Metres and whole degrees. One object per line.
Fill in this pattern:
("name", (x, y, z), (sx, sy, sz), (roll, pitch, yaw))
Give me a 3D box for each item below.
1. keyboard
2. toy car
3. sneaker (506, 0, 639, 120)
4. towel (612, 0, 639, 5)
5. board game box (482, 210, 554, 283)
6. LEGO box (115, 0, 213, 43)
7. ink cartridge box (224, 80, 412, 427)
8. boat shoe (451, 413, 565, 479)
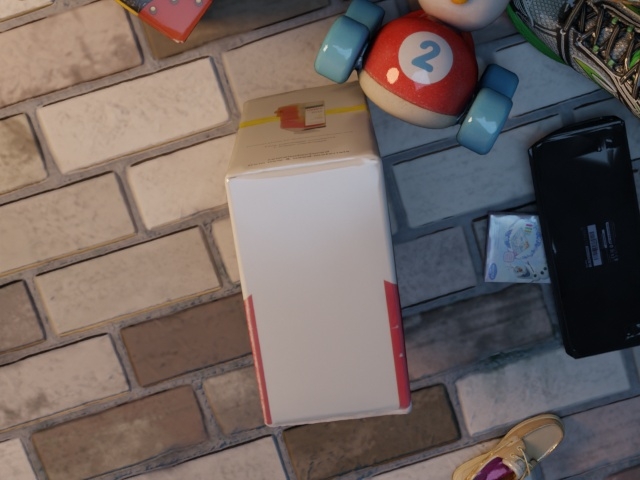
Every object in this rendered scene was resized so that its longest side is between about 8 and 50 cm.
("keyboard", (0.381, -0.007, 1.725), (0.201, 0.033, 0.317), (-12, 113, 5))
("toy car", (0.146, -0.260, 1.542), (0.219, 0.210, 0.238), (26, 114, 1))
("sneaker", (0.363, -0.230, 1.611), (0.343, 0.146, 0.134), (33, 102, -11))
("towel", (0.423, -0.343, 1.361), (0.040, 0.370, 0.271), (30, 84, -49))
("board game box", (0.254, 0.009, 1.741), (0.090, 0.020, 0.090), (1, 107, -5))
("LEGO box", (-0.245, -0.512, 1.470), (0.500, 0.193, 0.372), (34, 103, -12))
("ink cartridge box", (0.000, 0.000, 1.539), (0.160, 0.385, 0.279), (-8, 107, 3))
("boat shoe", (0.253, 0.294, 1.806), (0.170, 0.059, 0.063), (-37, 105, 8))
